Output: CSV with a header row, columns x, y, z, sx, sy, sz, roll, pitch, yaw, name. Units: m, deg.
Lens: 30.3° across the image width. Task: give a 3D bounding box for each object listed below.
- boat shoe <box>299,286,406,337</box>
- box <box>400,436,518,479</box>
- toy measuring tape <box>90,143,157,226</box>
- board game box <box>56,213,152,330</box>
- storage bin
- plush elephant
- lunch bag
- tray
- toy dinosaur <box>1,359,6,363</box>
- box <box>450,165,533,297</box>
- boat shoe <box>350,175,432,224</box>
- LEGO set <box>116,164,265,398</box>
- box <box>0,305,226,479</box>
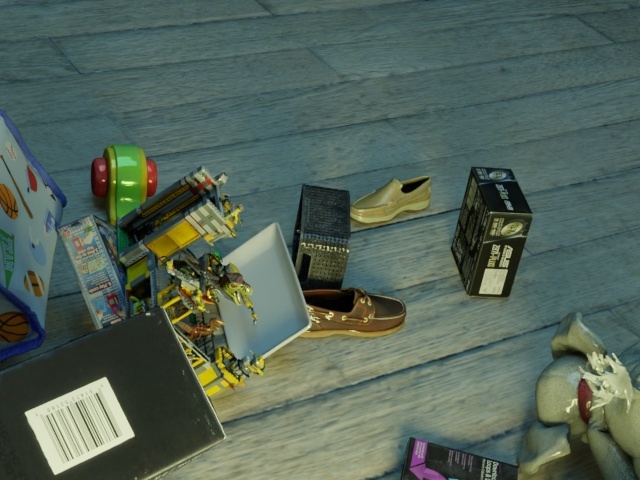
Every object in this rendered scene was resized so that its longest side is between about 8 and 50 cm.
x,y,z,sx,sy,sz,roll,pitch,yaw,name
0.047,0.111,1.894,0.207,0.073,0.073,-3,36,-23,boat shoe
0.192,0.339,1.640,0.162,0.029,0.116,15,34,3,box
-0.326,-0.075,2.015,0.121,0.121,0.330,-1,36,-19,toy measuring tape
-0.301,0.076,1.749,0.060,0.194,0.194,-21,77,6,board game box
0.000,0.000,1.995,0.084,0.122,0.180,8,34,-4,storage bin
0.421,0.245,1.687,0.330,0.272,0.255,34,-14,-23,plush elephant
-0.569,0.046,1.642,0.385,0.239,0.328,-21,36,9,lunch bag
-0.093,0.092,1.863,0.145,0.030,0.270,-34,37,10,tray
-0.485,0.151,1.677,0.082,0.090,0.047,22,10,15,toy dinosaur
0.294,-0.014,2.052,0.077,0.180,0.147,3,34,-11,box
0.130,-0.085,2.203,0.190,0.072,0.068,-19,45,-37,boat shoe
-0.156,0.052,1.721,0.192,0.255,0.331,-32,30,14,LEGO set
-0.317,0.244,1.354,0.296,0.294,0.182,-22,82,-37,box
